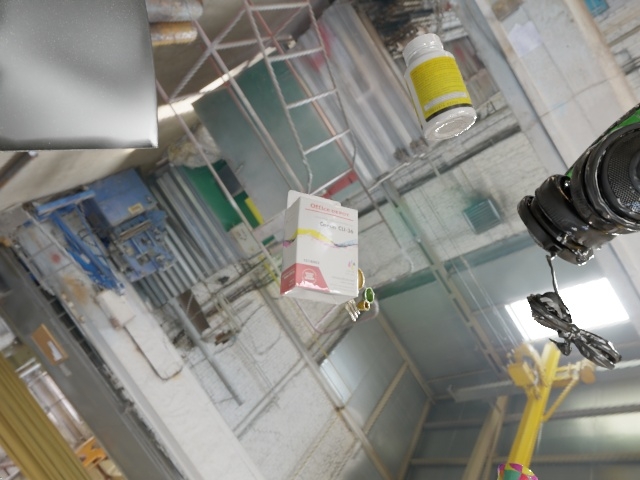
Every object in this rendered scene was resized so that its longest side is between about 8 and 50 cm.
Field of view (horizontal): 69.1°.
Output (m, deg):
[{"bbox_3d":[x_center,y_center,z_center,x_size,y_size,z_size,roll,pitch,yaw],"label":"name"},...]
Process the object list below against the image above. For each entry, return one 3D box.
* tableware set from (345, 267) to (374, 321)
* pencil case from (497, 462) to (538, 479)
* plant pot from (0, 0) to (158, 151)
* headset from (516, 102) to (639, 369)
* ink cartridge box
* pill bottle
[{"bbox_3d":[0.069,0.085,0.983,0.024,0.154,0.104,-13,-158,37],"label":"tableware set"},{"bbox_3d":[0.442,0.643,1.083,0.104,0.104,0.236,-27,-162,45],"label":"pencil case"},{"bbox_3d":[-0.237,-0.170,0.339,0.188,0.187,0.167,-34,141,-71],"label":"plant pot"},{"bbox_3d":[0.392,-0.032,0.626,0.394,0.185,0.243,-48,174,-23],"label":"headset"},{"bbox_3d":[0.000,0.000,0.794,0.115,0.198,0.067,12,155,-24],"label":"ink cartridge box"},{"bbox_3d":[0.139,-0.186,0.563,0.065,0.116,0.065,-15,167,-4],"label":"pill bottle"}]
